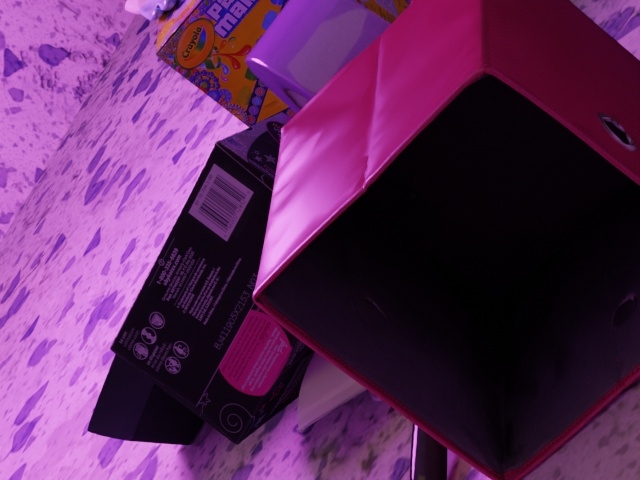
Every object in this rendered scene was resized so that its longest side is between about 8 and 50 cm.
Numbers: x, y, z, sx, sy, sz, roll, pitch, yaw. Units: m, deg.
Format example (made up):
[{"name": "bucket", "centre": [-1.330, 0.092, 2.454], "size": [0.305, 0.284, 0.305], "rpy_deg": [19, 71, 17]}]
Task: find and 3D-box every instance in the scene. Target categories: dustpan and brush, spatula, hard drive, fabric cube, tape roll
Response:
[{"name": "dustpan and brush", "centre": [0.046, 0.091, 1.777], "size": [0.147, 0.060, 0.211], "rpy_deg": [-33, 30, 18]}, {"name": "spatula", "centre": [0.094, 0.112, 1.607], "size": [0.084, 0.030, 0.296], "rpy_deg": [-12, 38, 19]}, {"name": "hard drive", "centre": [-0.135, 0.094, 2.009], "size": [0.172, 0.054, 0.255], "rpy_deg": [18, -83, -63]}, {"name": "fabric cube", "centre": [0.132, -0.030, 1.459], "size": [0.259, 0.254, 0.258], "rpy_deg": [-45, 18, 26]}, {"name": "tape roll", "centre": [0.068, -0.112, 1.728], "size": [0.090, 0.275, 0.275], "rpy_deg": [-53, 18, -3]}]

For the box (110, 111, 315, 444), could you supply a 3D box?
[{"name": "box", "centre": [-0.057, 0.032, 1.803], "size": [0.247, 0.163, 0.142], "rpy_deg": [-61, -15, 26]}]

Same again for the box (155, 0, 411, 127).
[{"name": "box", "centre": [-0.020, -0.235, 2.169], "size": [0.177, 0.279, 0.290], "rpy_deg": [-47, 18, 17]}]

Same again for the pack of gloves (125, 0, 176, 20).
[{"name": "pack of gloves", "centre": [-0.153, -0.336, 2.161], "size": [0.195, 0.046, 0.232], "rpy_deg": [-54, 18, 0]}]
